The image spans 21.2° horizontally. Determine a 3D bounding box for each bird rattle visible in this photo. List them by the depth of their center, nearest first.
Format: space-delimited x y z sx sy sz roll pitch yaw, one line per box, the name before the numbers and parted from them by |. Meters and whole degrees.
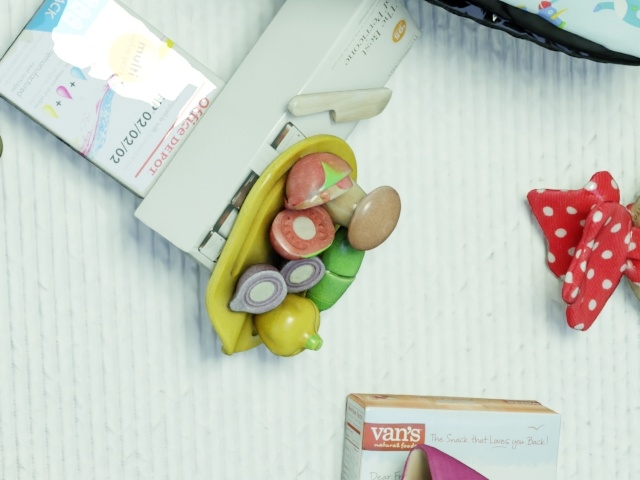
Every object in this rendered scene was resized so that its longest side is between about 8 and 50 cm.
bird rattle | 0.296 -0.009 1.314 0.253 0.143 0.207 -48 119 -3

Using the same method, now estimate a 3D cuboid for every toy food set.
toy food set | 0.000 0.000 1.222 0.128 0.071 0.218 -1 119 -55

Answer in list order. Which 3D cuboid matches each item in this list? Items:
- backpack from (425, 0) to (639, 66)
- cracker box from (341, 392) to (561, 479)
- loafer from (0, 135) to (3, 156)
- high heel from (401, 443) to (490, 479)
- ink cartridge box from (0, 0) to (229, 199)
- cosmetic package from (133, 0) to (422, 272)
backpack | 0.138 -0.255 1.178 0.355 0.290 0.273 36 102 -19
cracker box | 0.093 0.237 1.309 0.155 0.067 0.232 4 95 -12
loafer | -0.285 -0.030 1.210 0.056 0.050 0.148 43 84 -12
high heel | 0.055 0.317 1.137 0.181 0.127 0.377 49 39 -18
ink cartridge box | -0.138 -0.101 1.233 0.181 0.061 0.104 36 86 -13
cosmetic package | -0.026 -0.086 1.237 0.060 0.099 0.239 33 86 25
